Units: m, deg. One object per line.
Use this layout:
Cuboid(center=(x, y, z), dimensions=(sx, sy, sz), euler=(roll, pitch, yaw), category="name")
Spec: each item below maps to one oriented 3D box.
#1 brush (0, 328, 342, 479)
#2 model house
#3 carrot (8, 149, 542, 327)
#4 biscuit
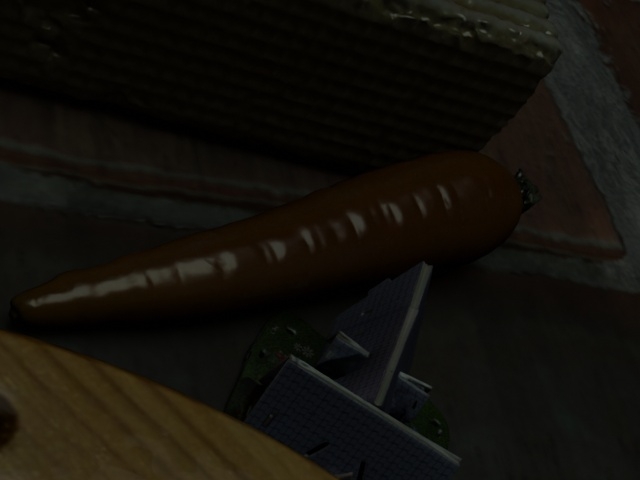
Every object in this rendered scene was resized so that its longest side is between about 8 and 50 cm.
Cuboid(center=(-0.060, 0.150, 0.347), dimensions=(0.266, 0.166, 0.174), euler=(46, 44, 10), category="brush")
Cuboid(center=(0.018, 0.085, 0.516), dimensions=(0.117, 0.088, 0.167), euler=(34, 42, -4), category="model house")
Cuboid(center=(0.000, 0.000, 0.601), dimensions=(0.336, 0.069, 0.069), euler=(-14, 62, -38), category="carrot")
Cuboid(center=(-0.080, -0.132, 0.604), dimensions=(0.426, 0.144, 0.078), euler=(12, 49, -25), category="biscuit")
